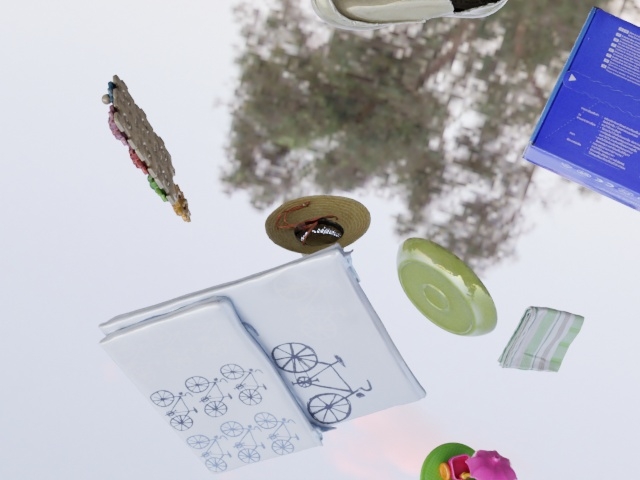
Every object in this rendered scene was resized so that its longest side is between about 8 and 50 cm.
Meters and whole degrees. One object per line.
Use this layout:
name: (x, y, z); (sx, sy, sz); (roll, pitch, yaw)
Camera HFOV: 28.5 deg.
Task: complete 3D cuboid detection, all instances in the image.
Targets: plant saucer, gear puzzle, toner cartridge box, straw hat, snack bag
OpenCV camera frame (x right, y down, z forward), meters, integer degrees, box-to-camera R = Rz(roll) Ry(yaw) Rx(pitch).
plant saucer: (0.227, 0.098, 2.379); (0.241, 0.241, 0.037); (31, -119, 30)
gear puzzle: (-0.341, -0.162, 2.496); (0.044, 0.339, 0.175); (-22, -138, 9)
toner cartridge box: (0.402, -0.091, 1.298); (0.348, 0.165, 0.075); (26, 174, 6)
straw hat: (0.000, 0.000, 1.673); (0.145, 0.061, 0.144); (-6, -145, 4)
snack bag: (-0.062, 0.166, 1.627); (0.343, 0.323, 0.037); (-19, -140, 14)

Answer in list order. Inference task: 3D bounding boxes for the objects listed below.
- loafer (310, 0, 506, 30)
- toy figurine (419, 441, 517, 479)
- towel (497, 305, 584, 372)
loafer: (0.119, -0.317, 1.546); (0.269, 0.101, 0.092); (-9, -178, -19)
toy figurine: (0.254, 0.401, 2.020); (0.130, 0.173, 0.159); (-8, 168, -22)
towel: (0.357, 0.161, 2.018); (0.152, 0.113, 0.023); (12, -159, -44)
